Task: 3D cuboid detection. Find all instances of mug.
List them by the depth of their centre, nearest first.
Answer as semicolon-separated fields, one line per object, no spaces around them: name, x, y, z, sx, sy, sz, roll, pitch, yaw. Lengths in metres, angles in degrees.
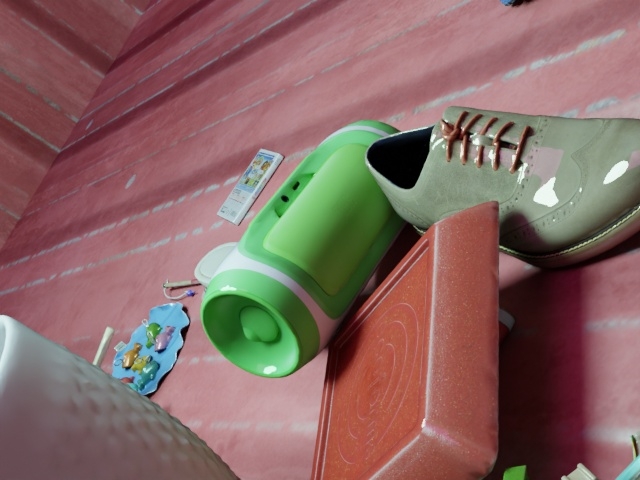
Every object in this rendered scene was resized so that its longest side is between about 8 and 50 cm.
mug;-0.242;0.296;0.956;0.374;0.328;0.276;-46;25;21

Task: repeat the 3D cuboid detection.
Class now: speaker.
speaker;0.000;0.000;1.073;0.131;0.131;0.296;-29;17;44

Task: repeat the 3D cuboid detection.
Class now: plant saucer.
plant saucer;0.059;0.123;0.887;0.259;0.048;0.258;-52;21;44

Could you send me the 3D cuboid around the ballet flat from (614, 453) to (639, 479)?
ballet flat;0.168;0.204;0.557;0.483;0.164;0.182;-38;49;28

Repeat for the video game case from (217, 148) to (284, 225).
video game case;-0.105;-0.081;1.596;0.122;0.011;0.087;-56;23;-4

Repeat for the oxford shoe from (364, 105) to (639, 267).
oxford shoe;0.157;-0.057;0.926;0.348;0.130;0.123;-10;49;58

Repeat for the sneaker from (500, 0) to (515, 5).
sneaker;0.210;-0.349;1.270;0.083;0.087;0.221;-46;25;20

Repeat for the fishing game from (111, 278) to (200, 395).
fishing game;-0.257;0.161;1.525;0.189;0.041;0.264;-9;50;55

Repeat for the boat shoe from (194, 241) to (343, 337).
boat shoe;-0.051;0.070;1.203;0.254;0.079;0.095;13;55;49

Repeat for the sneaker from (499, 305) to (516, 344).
sneaker;0.112;0.086;0.933;0.118;0.042;0.067;-1;54;59

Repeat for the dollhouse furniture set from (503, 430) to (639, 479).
dollhouse furniture set;0.196;0.171;0.689;0.152;0.058;0.076;-15;34;28

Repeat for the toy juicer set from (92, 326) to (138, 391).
toy juicer set;-0.269;0.292;1.329;0.209;0.089;0.329;-57;29;26
